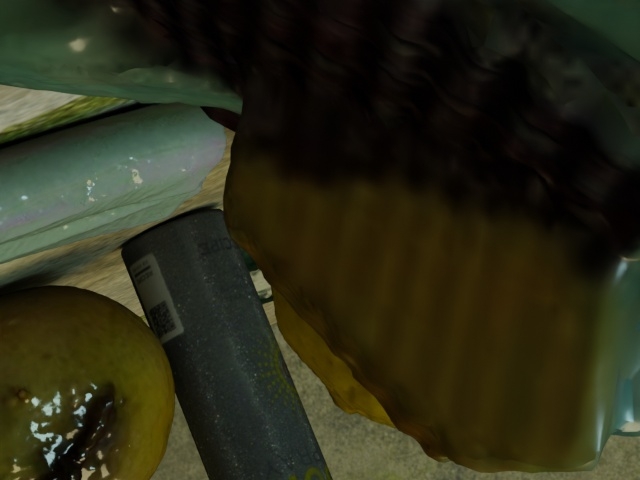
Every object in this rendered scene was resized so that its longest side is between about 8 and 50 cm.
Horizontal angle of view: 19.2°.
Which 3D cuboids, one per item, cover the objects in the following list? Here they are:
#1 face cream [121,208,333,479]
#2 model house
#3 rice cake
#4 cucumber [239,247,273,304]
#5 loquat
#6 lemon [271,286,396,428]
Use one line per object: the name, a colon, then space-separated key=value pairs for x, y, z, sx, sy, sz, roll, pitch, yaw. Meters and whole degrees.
face cream: x=-0.043 y=0.120 z=1.189 sx=0.073 sy=0.284 sz=0.073 roll=-21 pitch=171 yaw=-3
model house: x=0.034 y=-0.047 z=0.420 sx=0.248 sy=0.230 sz=0.280 roll=0 pitch=172 yaw=-1
rice cake: x=-0.133 y=-0.011 z=0.765 sx=0.221 sy=0.042 sz=0.080 roll=-20 pitch=169 yaw=-37
cucumber: x=0.000 y=0.000 z=1.447 sx=0.244 sy=0.063 sz=0.115 roll=-22 pitch=174 yaw=-10
loquat: x=-0.177 y=0.104 z=1.159 sx=0.172 sy=0.149 sz=0.204 roll=-18 pitch=-173 yaw=-22
lemon: x=0.082 y=-0.010 z=0.922 sx=0.260 sy=0.204 sz=0.204 roll=-48 pitch=165 yaw=25
